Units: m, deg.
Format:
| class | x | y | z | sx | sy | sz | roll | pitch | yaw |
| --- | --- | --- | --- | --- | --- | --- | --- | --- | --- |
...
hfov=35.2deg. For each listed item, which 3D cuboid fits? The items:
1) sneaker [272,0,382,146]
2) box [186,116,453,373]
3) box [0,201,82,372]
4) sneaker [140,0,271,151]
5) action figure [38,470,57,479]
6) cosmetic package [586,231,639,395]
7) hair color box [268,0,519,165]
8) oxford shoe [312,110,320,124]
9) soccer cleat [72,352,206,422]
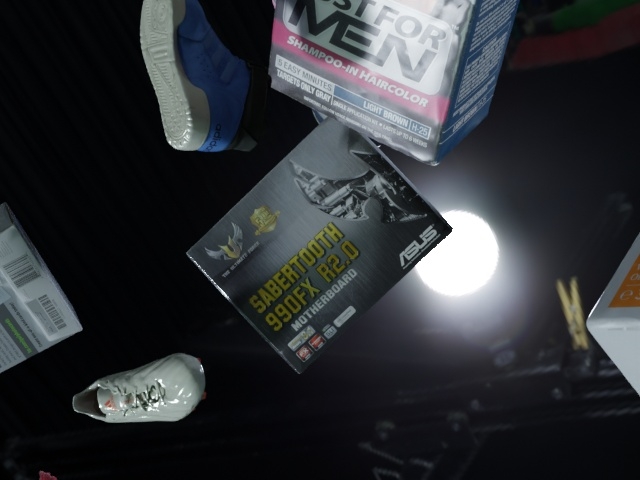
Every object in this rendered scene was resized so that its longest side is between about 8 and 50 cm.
| class | x | y | z | sx | sy | sz | roll | pitch | yaw |
| --- | --- | --- | --- | --- | --- | --- | --- | --- | --- |
| sneaker | -0.006 | -0.248 | 1.147 | 0.112 | 0.319 | 0.131 | -19 | -174 | 17 |
| box | 0.000 | 0.000 | 1.096 | 0.231 | 0.183 | 0.056 | -43 | 180 | 6 |
| box | -0.322 | 0.068 | 0.875 | 0.186 | 0.145 | 0.038 | -29 | -135 | -9 |
| sneaker | -0.084 | -0.136 | 0.774 | 0.084 | 0.152 | 0.058 | 2 | 151 | -37 |
| action figure | -0.268 | 0.455 | 1.408 | 0.275 | 0.370 | 0.248 | -37 | 168 | -19 |
| cosmetic package | 0.476 | -0.034 | 0.965 | 0.453 | 0.161 | 0.230 | -51 | -158 | -27 |
| hair color box | 0.069 | -0.246 | 0.751 | 0.173 | 0.347 | 0.105 | 28 | -136 | 20 |
| oxford shoe | 0.111 | -0.339 | 1.455 | 0.169 | 0.449 | 0.130 | -4 | -142 | -47 |
| soccer cleat | -0.193 | 0.165 | 1.075 | 0.076 | 0.068 | 0.196 | -1 | 165 | -41 |
